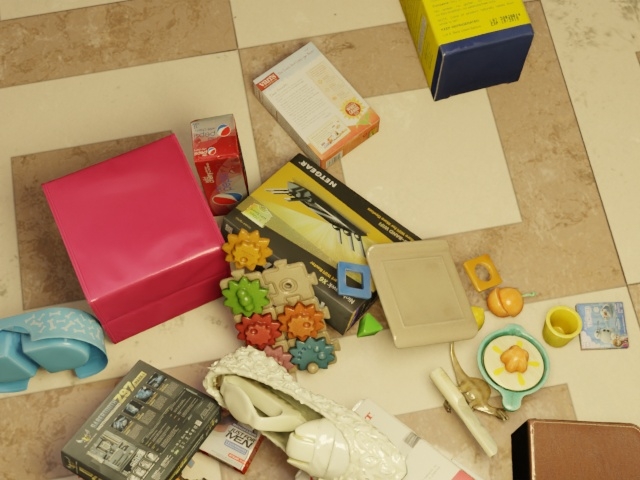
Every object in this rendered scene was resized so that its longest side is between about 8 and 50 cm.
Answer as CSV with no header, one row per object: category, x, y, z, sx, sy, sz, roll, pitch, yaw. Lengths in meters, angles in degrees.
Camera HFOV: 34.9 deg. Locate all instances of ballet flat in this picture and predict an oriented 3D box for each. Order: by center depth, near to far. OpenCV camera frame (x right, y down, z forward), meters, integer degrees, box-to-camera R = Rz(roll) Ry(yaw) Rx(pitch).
ballet flat,-0.047,0.318,1.723,0.408,0.147,0.147,29,71,33

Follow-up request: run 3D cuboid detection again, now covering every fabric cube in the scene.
fabric cube,-0.330,0.001,1.895,0.258,0.259,0.254,-24,70,-10

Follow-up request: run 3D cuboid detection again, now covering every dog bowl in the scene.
dog bowl,-0.528,0.198,1.858,0.297,0.166,0.074,-13,55,14

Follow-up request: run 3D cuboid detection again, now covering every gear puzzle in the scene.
gear puzzle,-0.082,0.119,1.813,0.175,0.339,0.044,-13,33,9

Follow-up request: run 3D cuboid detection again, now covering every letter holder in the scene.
letter holder,0.453,0.474,1.763,0.214,0.152,0.302,2,69,-1

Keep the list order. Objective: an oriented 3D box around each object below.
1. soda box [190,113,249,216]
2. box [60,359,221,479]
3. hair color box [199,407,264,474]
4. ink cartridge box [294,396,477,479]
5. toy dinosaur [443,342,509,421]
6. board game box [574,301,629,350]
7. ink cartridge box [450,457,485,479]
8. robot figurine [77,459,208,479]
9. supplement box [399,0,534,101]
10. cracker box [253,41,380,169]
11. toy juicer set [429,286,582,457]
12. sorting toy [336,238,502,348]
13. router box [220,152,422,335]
soda box,-0.187,-0.137,1.940,0.083,0.263,0.092,-8,69,-1
box,-0.309,0.339,1.783,0.183,0.059,0.233,25,48,14
hair color box,-0.142,0.332,1.874,0.093,0.053,0.167,24,70,11
ink cartridge box,0.128,0.439,1.754,0.283,0.117,0.207,35,75,31
toy dinosaur,0.271,0.280,1.900,0.092,0.053,0.183,-28,67,-23
board game box,0.537,0.163,1.947,0.090,0.020,0.090,-3,69,1
ink cartridge box,0.238,0.465,1.819,0.088,0.052,0.122,33,72,13
robot figurine,-0.281,0.452,1.779,0.291,0.085,0.211,38,52,24
supplement box,0.281,-0.503,2.111,0.194,0.195,0.357,-14,70,-5
cracker box,-0.009,-0.276,2.096,0.155,0.067,0.232,-36,74,-13
toy juicer set,0.319,0.205,1.865,0.209,0.089,0.329,34,61,15
sorting toy,0.181,0.098,1.855,0.347,0.047,0.196,-4,67,-27
router box,0.000,0.000,1.942,0.308,0.081,0.243,35,52,13
